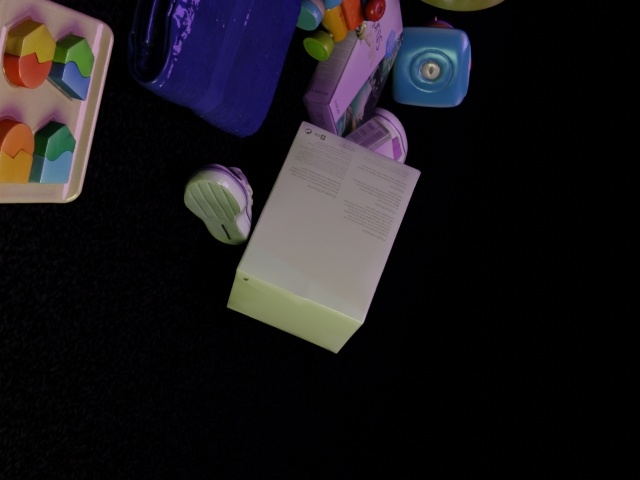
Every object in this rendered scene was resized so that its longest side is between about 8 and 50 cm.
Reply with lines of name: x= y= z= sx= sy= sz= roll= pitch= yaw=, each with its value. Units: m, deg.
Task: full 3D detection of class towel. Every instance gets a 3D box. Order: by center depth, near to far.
towel: x=-0.127 y=-0.262 z=1.173 sx=0.228 sy=0.076 sz=0.308 roll=-71 pitch=161 yaw=0

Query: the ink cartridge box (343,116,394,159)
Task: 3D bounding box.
ink cartridge box: x=0.056 y=-0.103 z=1.765 sx=0.171 sy=0.056 sz=0.235 roll=-36 pitch=152 yaw=-11

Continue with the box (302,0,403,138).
box: x=0.067 y=-0.317 z=1.747 sx=0.232 sy=0.058 sz=0.322 roll=68 pitch=42 yaw=-63

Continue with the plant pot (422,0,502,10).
plant pot: x=0.257 y=-0.602 z=1.655 sx=0.353 sy=0.366 sz=0.366 roll=94 pitch=19 yaw=-56

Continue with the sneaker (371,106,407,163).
sneaker: x=0.102 y=-0.125 z=1.956 sx=0.282 sy=0.102 sz=0.161 roll=87 pitch=28 yaw=-46

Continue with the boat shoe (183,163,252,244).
boat shoe: x=-0.136 y=-0.066 z=1.317 sx=0.226 sy=0.083 sz=0.076 roll=92 pitch=7 yaw=-71

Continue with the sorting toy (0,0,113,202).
sorting toy: x=-0.266 y=-0.127 z=0.898 sx=0.208 sy=0.038 sz=0.193 roll=-4 pitch=109 yaw=-72

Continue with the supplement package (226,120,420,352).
supplement package: x=0.000 y=0.000 z=1.488 sx=0.198 sy=0.199 sz=0.263 roll=118 pitch=-5 yaw=-68

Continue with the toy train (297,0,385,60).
toy train: x=0.027 y=-0.339 z=1.521 sx=0.143 sy=0.105 sz=0.248 roll=-56 pitch=152 yaw=-19

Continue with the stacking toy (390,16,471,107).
stacking toy: x=0.250 y=-0.424 z=2.128 sx=0.302 sy=0.165 sz=0.175 roll=-74 pitch=167 yaw=-60
